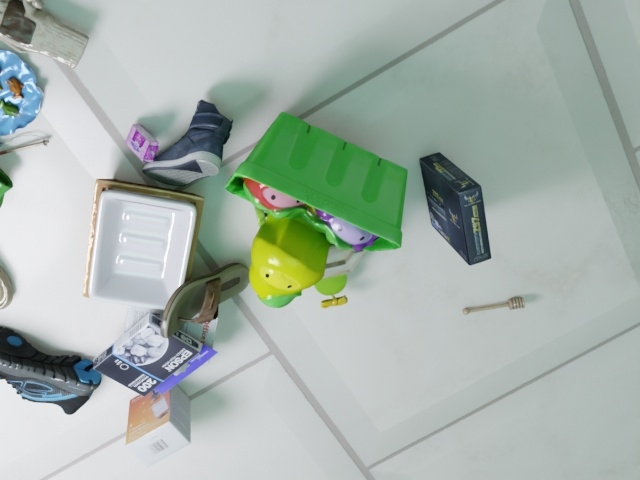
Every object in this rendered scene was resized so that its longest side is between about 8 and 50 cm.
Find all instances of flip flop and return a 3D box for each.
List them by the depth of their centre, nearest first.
[{"bbox_3d":[-0.249,0.137,1.723,0.277,0.080,0.112,-27,141,-44],"label":"flip flop"}]

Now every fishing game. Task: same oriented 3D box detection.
[{"bbox_3d":[-0.660,-0.296,1.542,0.189,0.041,0.264,-13,118,0],"label":"fishing game"}]

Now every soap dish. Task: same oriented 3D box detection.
[{"bbox_3d":[-0.393,0.006,1.690,0.229,0.118,0.290,9,115,-12],"label":"soap dish"}]

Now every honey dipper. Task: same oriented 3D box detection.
[{"bbox_3d":[0.446,0.172,1.969,0.161,0.030,0.030,-8,117,-3],"label":"honey dipper"}]

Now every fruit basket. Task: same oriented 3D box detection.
[{"bbox_3d":[-0.036,-0.031,1.597,0.392,0.283,0.392,1,86,-13],"label":"fruit basket"}]

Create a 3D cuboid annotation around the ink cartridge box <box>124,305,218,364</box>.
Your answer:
[{"bbox_3d":[-0.357,0.206,1.816,0.208,0.087,0.153,9,115,-13],"label":"ink cartridge box"}]

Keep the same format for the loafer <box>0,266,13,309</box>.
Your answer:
[{"bbox_3d":[-0.781,0.060,1.668,0.102,0.092,0.268,-28,117,5],"label":"loafer"}]

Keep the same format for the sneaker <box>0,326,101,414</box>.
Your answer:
[{"bbox_3d":[-0.700,0.314,1.793,0.341,0.125,0.139,27,114,-19],"label":"sneaker"}]

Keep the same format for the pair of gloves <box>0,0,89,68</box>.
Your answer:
[{"bbox_3d":[-0.534,-0.473,1.471,0.204,0.042,0.240,17,105,-13],"label":"pair of gloves"}]

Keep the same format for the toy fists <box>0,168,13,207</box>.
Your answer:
[{"bbox_3d":[-0.778,-0.152,1.564,0.142,0.096,0.279,-42,113,5],"label":"toy fists"}]

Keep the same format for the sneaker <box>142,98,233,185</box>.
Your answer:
[{"bbox_3d":[-0.279,-0.209,1.629,0.226,0.163,0.086,-7,152,38],"label":"sneaker"}]

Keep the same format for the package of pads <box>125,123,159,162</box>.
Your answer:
[{"bbox_3d":[-0.377,-0.206,1.611,0.032,0.083,0.050,1,123,-48],"label":"package of pads"}]

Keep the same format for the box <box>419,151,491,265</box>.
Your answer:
[{"bbox_3d":[0.299,-0.075,1.705,0.059,0.232,0.183,-18,118,-7],"label":"box"}]

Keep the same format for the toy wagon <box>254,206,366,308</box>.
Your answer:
[{"bbox_3d":[0.000,0.000,1.786,0.267,0.068,0.344,-12,118,-3],"label":"toy wagon"}]

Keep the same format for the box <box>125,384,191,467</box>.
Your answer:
[{"bbox_3d":[-0.399,0.447,1.882,0.130,0.170,0.091,-31,119,6],"label":"box"}]

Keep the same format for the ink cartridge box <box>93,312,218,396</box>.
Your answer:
[{"bbox_3d":[-0.381,0.280,1.772,0.206,0.045,0.208,-39,125,22],"label":"ink cartridge box"}]
